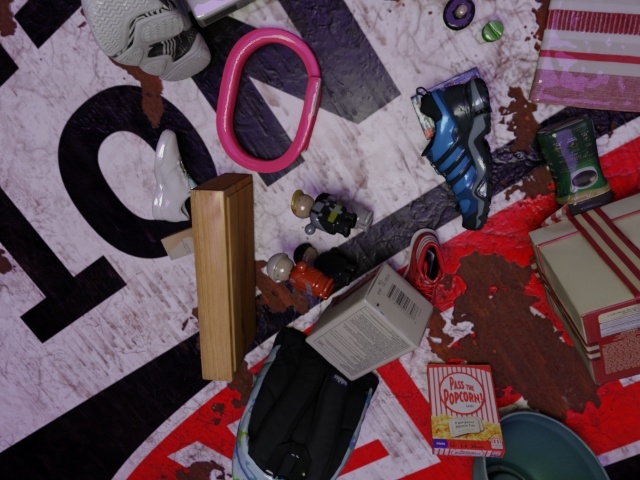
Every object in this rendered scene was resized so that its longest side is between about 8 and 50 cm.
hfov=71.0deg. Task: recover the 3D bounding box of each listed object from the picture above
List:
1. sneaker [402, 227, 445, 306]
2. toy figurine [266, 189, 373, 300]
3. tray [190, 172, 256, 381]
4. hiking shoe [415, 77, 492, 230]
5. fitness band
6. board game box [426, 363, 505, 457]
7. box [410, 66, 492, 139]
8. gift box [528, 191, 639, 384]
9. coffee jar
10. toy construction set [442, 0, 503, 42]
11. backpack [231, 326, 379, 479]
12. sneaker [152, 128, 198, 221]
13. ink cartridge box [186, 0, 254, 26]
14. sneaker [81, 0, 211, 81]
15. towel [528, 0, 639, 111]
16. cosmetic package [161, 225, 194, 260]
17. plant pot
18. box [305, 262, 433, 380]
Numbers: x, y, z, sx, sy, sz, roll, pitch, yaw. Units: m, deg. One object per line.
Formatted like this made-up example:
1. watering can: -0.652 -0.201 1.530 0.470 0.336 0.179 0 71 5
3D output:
1. sneaker: 0.218 0.095 0.968 0.086 0.128 0.222 0 107 9
2. toy figurine: 0.000 0.000 0.935 0.148 0.213 0.210 22 107 19
3. tray: -0.201 0.073 0.988 0.076 0.203 0.412 4 108 6
4. hiking shoe: 0.270 -0.160 0.889 0.131 0.113 0.304 -2 117 21
5. fitness band: -0.109 -0.288 0.944 0.208 0.054 0.291 18 108 6
6. board game box: 0.319 0.378 1.010 0.146 0.194 0.045 -2 138 9
7. box: 0.260 -0.272 0.898 0.136 0.027 0.094 -22 103 15
8. gift box: 0.555 0.060 0.826 0.254 0.258 0.277 -18 125 13
9. coffee jar: 0.495 -0.142 0.874 0.096 0.079 0.185 -20 103 15
10. toy construction set: 0.241 -0.521 0.712 0.257 0.237 0.309 20 109 3
11. backpack: -0.047 0.411 0.992 0.290 0.355 0.274 29 110 -1
12. sneaker: -0.324 -0.143 1.018 0.094 0.080 0.213 9 116 -6
13. ink cartridge box: -0.160 -0.572 0.823 0.274 0.060 0.239 -26 101 1
14. sneaker: -0.322 -0.419 0.778 0.137 0.366 0.210 -27 95 6
15. towel: 0.534 -0.408 0.809 0.236 0.037 0.330 8 107 9
16. cosmetic package: -0.313 0.000 1.069 0.115 0.041 0.060 -20 103 15
17. plant pot: 0.468 0.572 1.020 0.292 0.293 0.196 19 136 3
18. box: 0.102 0.181 0.970 0.148 0.127 0.232 42 135 -5
